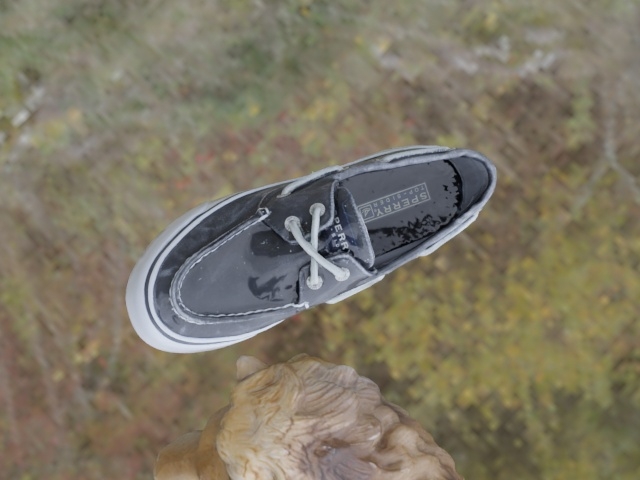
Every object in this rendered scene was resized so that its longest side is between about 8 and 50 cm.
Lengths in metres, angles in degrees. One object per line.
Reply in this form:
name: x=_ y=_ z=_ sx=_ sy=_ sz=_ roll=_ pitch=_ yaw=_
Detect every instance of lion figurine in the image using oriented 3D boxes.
lion figurine: x=0.052 y=0.249 z=0.945 sx=0.142 sy=0.392 sz=0.240 roll=-24 pitch=161 yaw=4

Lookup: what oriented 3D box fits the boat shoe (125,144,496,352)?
boat shoe: x=0.000 y=0.000 z=1.416 sx=0.301 sy=0.108 sz=0.102 roll=-20 pitch=-176 yaw=-26
